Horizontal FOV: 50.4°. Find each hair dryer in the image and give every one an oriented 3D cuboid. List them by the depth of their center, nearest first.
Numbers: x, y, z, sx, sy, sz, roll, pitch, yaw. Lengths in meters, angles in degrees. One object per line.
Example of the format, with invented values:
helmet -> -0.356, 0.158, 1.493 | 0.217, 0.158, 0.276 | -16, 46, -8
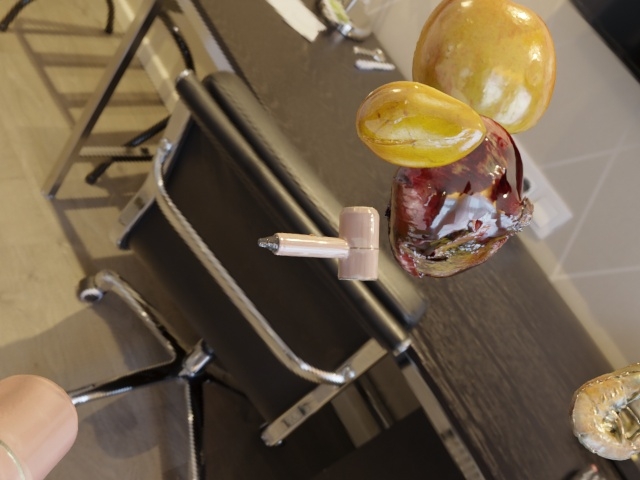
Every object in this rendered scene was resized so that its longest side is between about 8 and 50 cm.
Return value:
hair dryer -> -0.366, 0.139, 0.718 | 0.126, 0.352, 0.210 | 7, 20, 10
hair dryer -> 0.000, 0.000, 1.685 | 0.344, 0.107, 0.189 | 5, 86, -35

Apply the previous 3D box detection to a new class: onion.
onion -> 0.227, -0.050, 1.033 | 0.272, 0.271, 0.195 | 3, 21, -43

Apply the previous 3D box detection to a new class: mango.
mango -> 0.068, -0.078, 0.465 | 0.089, 0.060, 0.046 | 9, 35, 25

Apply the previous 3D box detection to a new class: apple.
apple -> 0.337, -0.366, 1.403 | 0.299, 0.275, 0.299 | 8, 18, -3

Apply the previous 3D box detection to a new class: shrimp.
shrimp -> 0.552, 0.288, 1.198 | 0.251, 0.052, 0.143 | -25, 83, -7
